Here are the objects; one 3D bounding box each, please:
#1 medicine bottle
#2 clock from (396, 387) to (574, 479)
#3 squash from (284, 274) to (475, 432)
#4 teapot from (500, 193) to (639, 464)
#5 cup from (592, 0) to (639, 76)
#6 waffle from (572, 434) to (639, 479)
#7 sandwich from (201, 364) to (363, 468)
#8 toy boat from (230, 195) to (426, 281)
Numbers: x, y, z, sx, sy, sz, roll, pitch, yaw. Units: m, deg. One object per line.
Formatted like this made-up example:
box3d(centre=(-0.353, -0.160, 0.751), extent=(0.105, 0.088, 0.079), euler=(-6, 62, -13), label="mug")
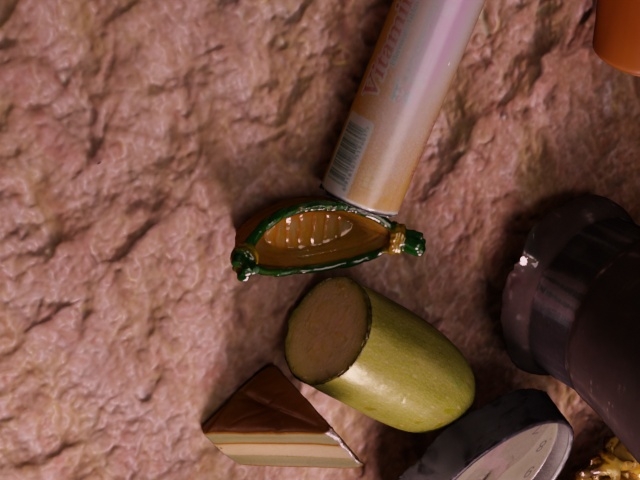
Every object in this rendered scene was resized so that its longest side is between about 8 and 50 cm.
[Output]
box3d(centre=(0.116, -0.235, 1.710), extent=(0.108, 0.108, 0.426), euler=(12, 108, -34), label="medicine bottle")
box3d(centre=(0.189, 0.296, 1.962), extent=(0.281, 0.055, 0.280), euler=(-30, 148, -21), label="clock")
box3d(centre=(0.085, 0.142, 1.853), extent=(0.247, 0.132, 0.132), euler=(30, 96, -40), label="squash")
box3d(centre=(0.420, 0.125, 1.896), extent=(0.376, 0.362, 0.305), euler=(33, 90, -48), label="teapot")
box3d(centre=(0.395, -0.329, 1.800), extent=(0.226, 0.182, 0.264), euler=(-37, 141, -49), label="cup")
box3d(centre=(0.413, 0.433, 2.172), extent=(0.382, 0.095, 0.379), euler=(-53, 130, -13), label="waffle")
box3d(centre=(-0.043, 0.227, 1.795), extent=(0.113, 0.163, 0.079), euler=(-43, 126, -5), label="sandwich")
box3d(centre=(0.000, 0.000, 1.754), extent=(0.229, 0.088, 0.089), euler=(-9, 125, -24), label="toy boat")
